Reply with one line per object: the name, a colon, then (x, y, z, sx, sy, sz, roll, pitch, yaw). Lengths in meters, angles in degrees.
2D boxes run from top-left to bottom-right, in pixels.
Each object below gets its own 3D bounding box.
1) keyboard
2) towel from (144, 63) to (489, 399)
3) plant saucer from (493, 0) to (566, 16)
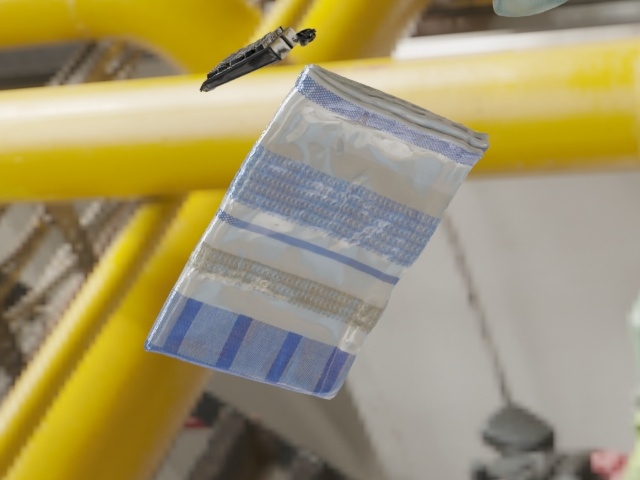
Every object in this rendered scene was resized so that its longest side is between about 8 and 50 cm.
keyboard: (-0.052, -0.172, 1.788, 0.180, 0.108, 0.023, -70, -43, -77)
towel: (0.000, 0.000, 1.655, 0.209, 0.034, 0.285, 20, -71, -38)
plant saucer: (0.235, -0.307, 1.545, 0.317, 0.043, 0.317, -56, -11, -16)
